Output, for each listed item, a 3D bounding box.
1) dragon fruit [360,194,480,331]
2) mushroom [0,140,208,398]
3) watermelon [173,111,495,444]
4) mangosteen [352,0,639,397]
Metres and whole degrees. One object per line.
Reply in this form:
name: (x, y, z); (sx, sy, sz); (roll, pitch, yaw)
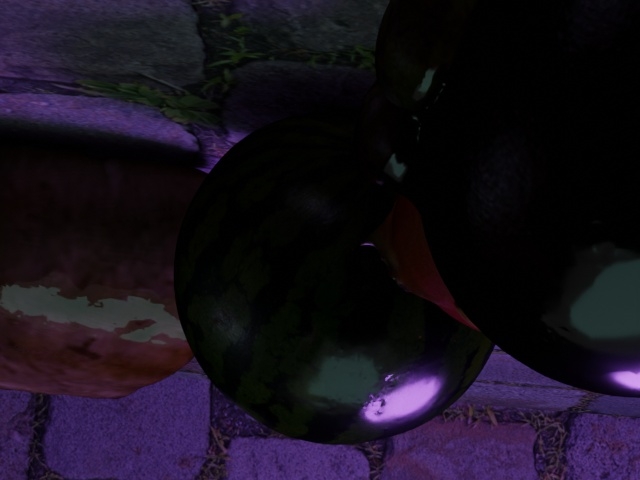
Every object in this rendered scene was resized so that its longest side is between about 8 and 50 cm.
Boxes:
dragon fruit: (0.156, -0.037, 1.276); (0.224, 0.224, 0.227); (13, 145, -32)
mushroom: (-0.315, 0.021, 1.705); (0.397, 0.224, 0.314); (11, 169, -25)
watermelon: (0.020, 0.029, 1.479); (0.285, 0.285, 0.285); (5, 168, 1)
mangosteen: (0.167, -0.052, 1.010); (0.313, 0.297, 0.297); (-3, 166, 16)
